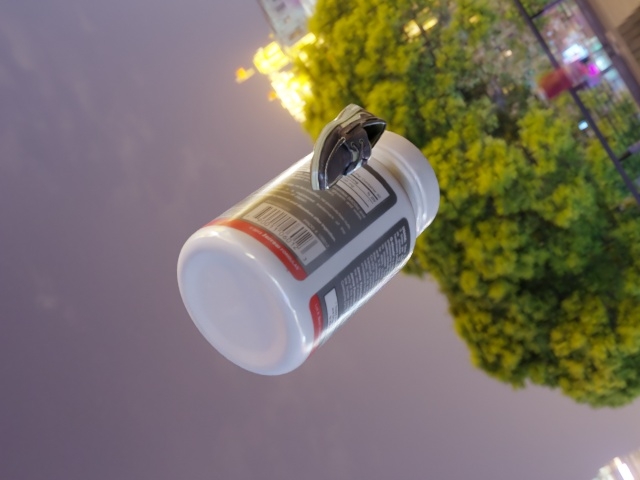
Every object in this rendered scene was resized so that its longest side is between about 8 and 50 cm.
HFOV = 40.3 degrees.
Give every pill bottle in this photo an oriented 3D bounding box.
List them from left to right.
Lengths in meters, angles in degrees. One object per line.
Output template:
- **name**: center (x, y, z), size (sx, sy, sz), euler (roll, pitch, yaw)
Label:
- **pill bottle**: center (0.000, 0.000, 1.177), size (0.363, 0.210, 0.210), euler (-38, -82, -42)

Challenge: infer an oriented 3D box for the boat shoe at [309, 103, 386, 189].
- **boat shoe**: center (0.031, -0.101, 0.924), size (0.152, 0.049, 0.056), euler (-59, -25, -48)
